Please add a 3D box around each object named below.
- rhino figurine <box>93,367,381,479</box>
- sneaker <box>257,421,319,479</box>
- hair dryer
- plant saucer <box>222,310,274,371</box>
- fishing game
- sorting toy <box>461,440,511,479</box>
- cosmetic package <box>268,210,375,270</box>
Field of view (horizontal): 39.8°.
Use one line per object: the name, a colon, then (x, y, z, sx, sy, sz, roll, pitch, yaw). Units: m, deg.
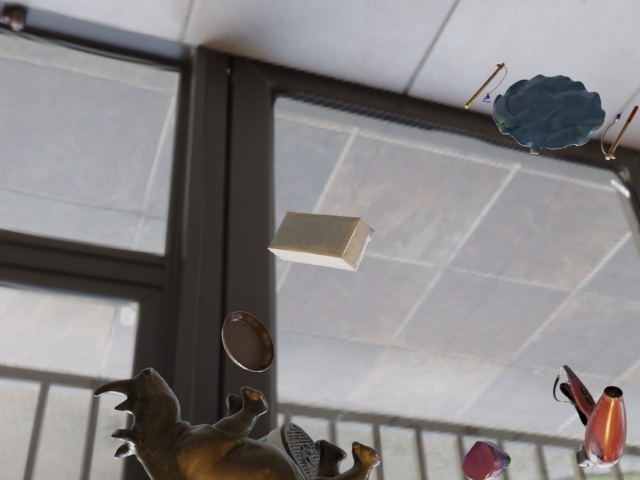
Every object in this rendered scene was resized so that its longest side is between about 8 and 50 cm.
rhino figurine: (-0.081, 0.176, 0.732, 0.243, 0.106, 0.073, 25, 152, 5)
sneaker: (-0.034, 0.375, 1.030, 0.178, 0.124, 0.295, -31, 94, 14)
hair dryer: (0.547, 0.357, 1.817, 0.080, 0.224, 0.293, -15, 165, -13)
plant saucer: (-0.190, 0.261, 2.250, 0.168, 0.168, 0.029, 30, 131, -34)
fishing game: (0.382, -0.209, 1.480, 0.264, 0.189, 0.041, 22, 145, 23)
sorting toy: (0.364, 0.484, 1.425, 0.126, 0.365, 0.127, 13, 128, -48)
cosmetic package: (0.000, 0.000, 1.863, 0.239, 0.099, 0.060, 7, 153, 49)
